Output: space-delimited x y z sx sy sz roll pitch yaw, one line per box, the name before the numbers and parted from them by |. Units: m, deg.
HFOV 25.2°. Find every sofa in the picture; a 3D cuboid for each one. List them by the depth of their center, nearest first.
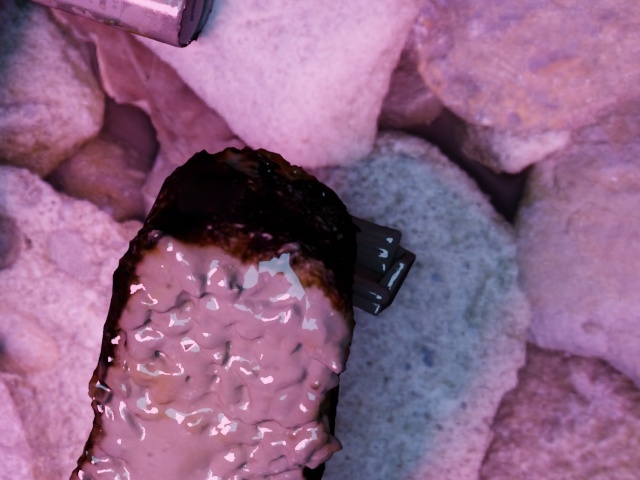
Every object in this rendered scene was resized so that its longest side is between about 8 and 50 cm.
sofa | 0.000 0.000 1.142 0.147 0.085 0.060 25 100 9

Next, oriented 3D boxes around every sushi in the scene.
sushi | -0.063 0.103 1.062 0.196 0.182 0.343 21 124 9

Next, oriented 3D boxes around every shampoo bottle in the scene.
shampoo bottle | -0.199 -0.217 1.178 0.214 0.072 0.072 19 96 11
